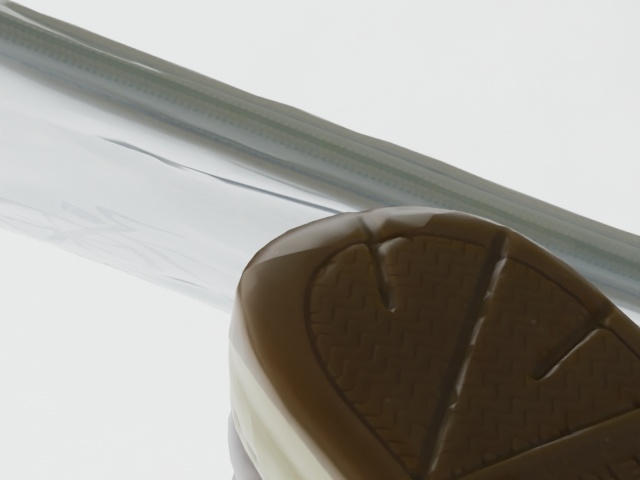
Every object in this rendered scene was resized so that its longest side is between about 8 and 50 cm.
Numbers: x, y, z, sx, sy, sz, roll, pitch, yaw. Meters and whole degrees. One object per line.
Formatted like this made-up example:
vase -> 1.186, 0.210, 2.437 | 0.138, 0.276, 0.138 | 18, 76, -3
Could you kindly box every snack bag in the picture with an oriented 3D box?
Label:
snack bag -> 0.000, 0.000, 0.575 | 0.323, 0.342, 0.037 | 21, -100, -3

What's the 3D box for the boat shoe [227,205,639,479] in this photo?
boat shoe -> 0.075, 0.144, 0.317 | 0.123, 0.123, 0.342 | -13, -131, -35
